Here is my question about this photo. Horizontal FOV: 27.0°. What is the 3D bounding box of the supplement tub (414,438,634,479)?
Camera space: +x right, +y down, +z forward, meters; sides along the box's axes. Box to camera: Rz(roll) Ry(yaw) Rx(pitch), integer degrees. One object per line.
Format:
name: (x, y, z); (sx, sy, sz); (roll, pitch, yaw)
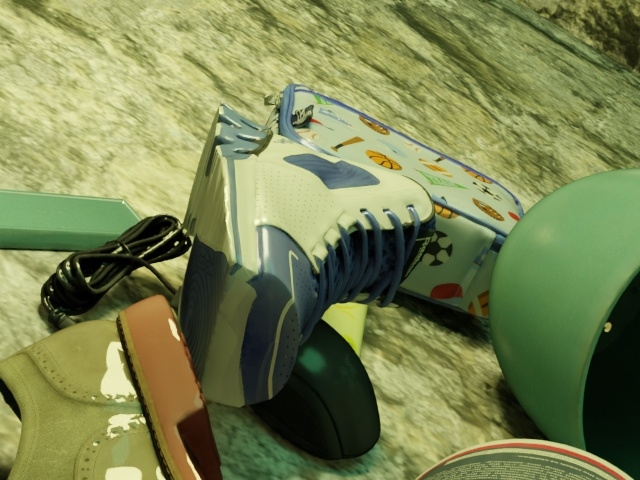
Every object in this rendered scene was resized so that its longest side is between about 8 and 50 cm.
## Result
supplement tub: (0.088, 0.210, 0.655); (0.191, 0.191, 0.272); (35, 10, 13)

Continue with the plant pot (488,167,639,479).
plant pot: (0.281, 0.068, 1.153); (0.293, 0.293, 0.235); (16, 10, -29)

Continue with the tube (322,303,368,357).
tube: (0.009, 0.047, 1.130); (0.070, 0.062, 0.240); (-7, 34, 19)

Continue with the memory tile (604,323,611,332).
memory tile: (0.273, 0.071, 1.470); (0.113, 0.012, 0.148); (12, 28, -36)

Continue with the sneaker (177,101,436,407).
sneaker: (0.000, 0.000, 0.955); (0.182, 0.128, 0.315); (13, 24, -10)

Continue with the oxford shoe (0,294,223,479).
oxford shoe: (-0.102, 0.183, 0.700); (0.130, 0.123, 0.348); (-15, 43, -7)

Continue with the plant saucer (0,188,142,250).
plant saucer: (-0.216, -0.017, 1.068); (0.192, 0.018, 0.067); (4, 33, -48)

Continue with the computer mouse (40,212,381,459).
computer mouse: (-0.074, 0.070, 0.972); (0.262, 0.060, 0.184); (41, 34, 16)

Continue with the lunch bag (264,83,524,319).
lunch bag: (0.065, -0.049, 1.352); (0.303, 0.115, 0.243); (27, 20, -8)
